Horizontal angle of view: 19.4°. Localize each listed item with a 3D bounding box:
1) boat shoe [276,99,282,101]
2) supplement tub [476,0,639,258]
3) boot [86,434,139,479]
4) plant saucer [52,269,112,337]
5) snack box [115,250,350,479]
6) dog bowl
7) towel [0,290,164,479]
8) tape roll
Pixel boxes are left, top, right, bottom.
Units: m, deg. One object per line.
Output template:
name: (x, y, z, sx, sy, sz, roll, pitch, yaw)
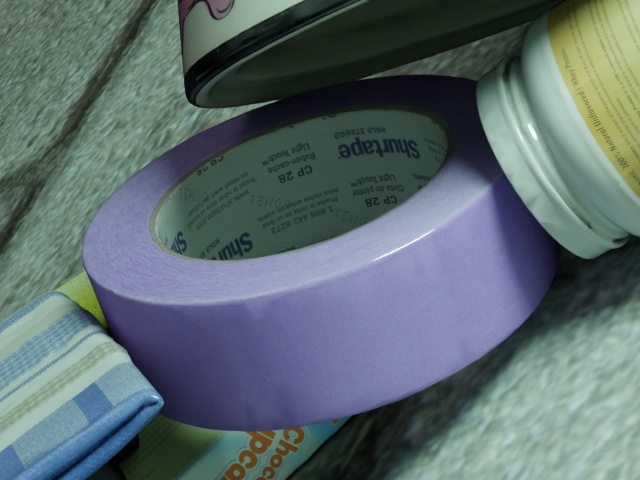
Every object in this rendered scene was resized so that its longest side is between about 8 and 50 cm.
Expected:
boat shoe: (-0.051, -0.041, 1.402, 0.183, 0.066, 0.066, -51, 28, -14)
supplement tub: (0.200, -0.090, 1.013, 0.199, 0.144, 0.144, -32, 28, 24)
boot: (-0.215, 0.195, 1.142, 0.229, 0.091, 0.263, -40, 18, 10)
plant saucer: (-0.188, 0.065, 1.342, 0.188, 0.045, 0.188, -35, -1, -33)
snack box: (-0.110, 0.143, 1.219, 0.322, 0.060, 0.187, -44, 27, 2)
dog bowl: (0.088, -0.217, 1.120, 0.408, 0.150, 0.408, -20, -2, -1)
towel: (-0.201, 0.120, 1.067, 0.209, 0.034, 0.285, -38, 18, -9)
tape roll: (0.000, 0.000, 1.123, 0.275, 0.090, 0.275, -15, 25, 7)
